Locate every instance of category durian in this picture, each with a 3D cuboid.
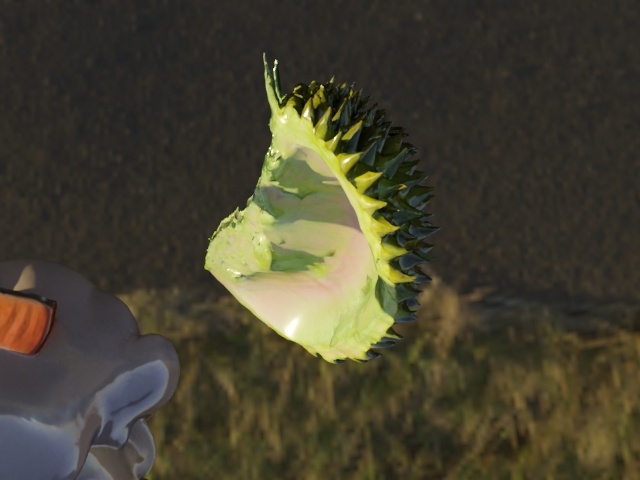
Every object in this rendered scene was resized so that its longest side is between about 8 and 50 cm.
[{"bbox_3d":[0.000,0.000,1.396,0.169,0.158,0.352,8,155,-10],"label":"durian"}]

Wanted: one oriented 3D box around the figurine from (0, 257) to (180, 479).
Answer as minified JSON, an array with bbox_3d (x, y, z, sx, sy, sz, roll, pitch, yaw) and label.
[{"bbox_3d":[-0.103,0.088,0.644,0.137,0.112,0.229,-29,107,11],"label":"figurine"}]
